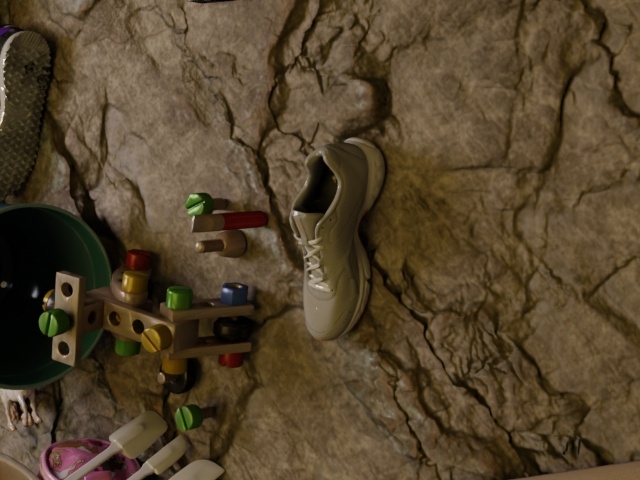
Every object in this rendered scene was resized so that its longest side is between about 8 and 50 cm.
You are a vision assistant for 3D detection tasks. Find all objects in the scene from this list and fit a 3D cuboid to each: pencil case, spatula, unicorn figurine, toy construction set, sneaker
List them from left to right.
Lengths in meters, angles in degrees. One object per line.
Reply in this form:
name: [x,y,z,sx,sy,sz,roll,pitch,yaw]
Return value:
sneaker: [-0.526,-0.207,1.727,0.146,0.102,0.293,27,104,35]
unicorn figurine: [-0.481,0.246,1.743,0.162,0.060,0.111,-20,83,35]
pencil case: [-0.385,0.489,1.633,0.167,0.160,0.386,25,106,31]
spatula: [-0.278,0.347,1.510,0.168,0.242,0.019,36,142,25]
toy construction set: [-0.230,0.076,1.443,0.257,0.237,0.309,44,116,25]
sneaker: [0.000,0.000,1.345,0.099,0.121,0.262,12,101,35]

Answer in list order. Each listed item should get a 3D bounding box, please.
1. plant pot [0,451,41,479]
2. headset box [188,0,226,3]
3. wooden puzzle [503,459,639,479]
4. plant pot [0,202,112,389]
plant pot: [-0.548,0.503,1.493,0.334,0.334,0.305,34,124,29]
headset box: [-0.152,-0.371,1.480,0.062,0.032,0.083,3,95,35]
wooden puzzle: [0.262,0.438,1.182,0.322,0.080,0.347,-15,84,24]
plant pot: [-0.498,0.065,1.632,0.255,0.272,0.271,11,100,48]
